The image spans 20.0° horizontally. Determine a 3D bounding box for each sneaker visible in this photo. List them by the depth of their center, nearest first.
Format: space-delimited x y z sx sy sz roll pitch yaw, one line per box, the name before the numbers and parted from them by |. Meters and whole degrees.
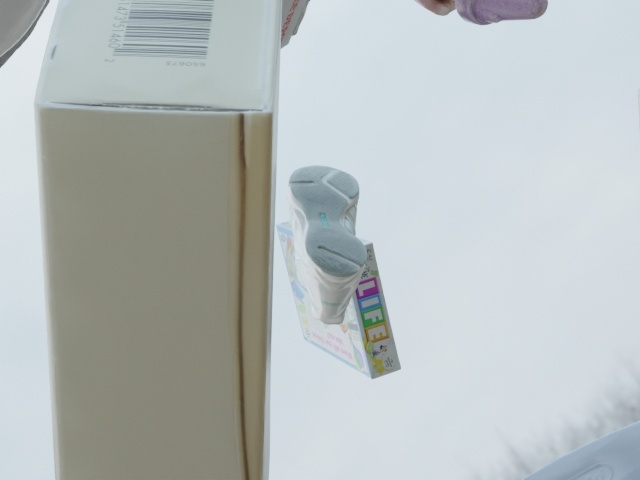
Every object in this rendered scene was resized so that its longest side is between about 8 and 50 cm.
sneaker | 0.000 0.000 1.283 0.053 0.152 0.061 6 -55 -6

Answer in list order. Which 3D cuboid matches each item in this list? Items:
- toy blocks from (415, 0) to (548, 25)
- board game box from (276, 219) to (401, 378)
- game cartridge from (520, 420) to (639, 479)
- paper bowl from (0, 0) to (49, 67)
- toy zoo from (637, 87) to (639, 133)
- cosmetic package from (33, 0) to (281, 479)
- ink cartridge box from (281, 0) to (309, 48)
toy blocks | 0.118 -0.307 1.065 0.288 0.260 0.309 -49 -37 -12
board game box | 0.012 0.042 1.433 0.026 0.103 0.154 -17 14 -17
game cartridge | 0.192 0.224 1.183 0.294 0.196 0.060 -29 -45 1
paper bowl | -0.303 -0.228 1.320 0.284 0.148 0.284 -28 -50 -40
toy zoo | 0.342 -0.007 1.082 0.293 0.192 0.030 -5 9 2
cosmetic package | -0.079 0.022 0.945 0.113 0.160 0.309 2 -54 0
ink cartridge box | -0.078 -0.136 1.113 0.150 0.063 0.109 -37 -12 -29
